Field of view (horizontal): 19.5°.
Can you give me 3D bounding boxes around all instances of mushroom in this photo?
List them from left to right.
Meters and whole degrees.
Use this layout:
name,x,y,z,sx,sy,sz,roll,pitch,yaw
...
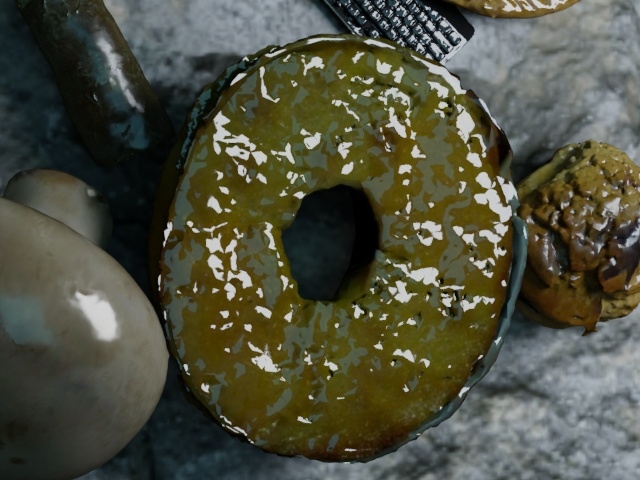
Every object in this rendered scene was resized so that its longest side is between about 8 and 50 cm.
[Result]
name,x,y,z,sx,sy,sz,roll,pitch,yaw
mushroom,-0.184,0.042,1.134,0.204,0.204,0.204,0,90,-15

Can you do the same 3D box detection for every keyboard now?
name,x,y,z,sx,sy,sz,roll,pitch,yaw
keyboard,0.022,-0.193,1.265,0.074,0.015,0.196,-43,100,-12

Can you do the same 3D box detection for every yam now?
name,x,y,z,sx,sy,sz,roll,pitch,yaw
yam,-0.174,-0.167,1.191,0.061,0.061,0.252,-29,96,-14

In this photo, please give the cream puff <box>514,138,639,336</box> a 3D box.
name,x,y,z,sx,sy,sz,roll,pitch,yaw
cream puff,0.179,-0.003,1.264,0.119,0.104,0.133,30,81,-6

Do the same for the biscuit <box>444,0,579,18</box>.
name,x,y,z,sx,sy,sz,roll,pitch,yaw
biscuit,0.098,-0.235,1.274,0.144,0.033,0.224,-45,98,-14

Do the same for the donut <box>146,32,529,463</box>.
name,x,y,z,sx,sy,sz,roll,pitch,yaw
donut,0.000,0.000,1.204,0.272,0.107,0.272,-3,97,-21
